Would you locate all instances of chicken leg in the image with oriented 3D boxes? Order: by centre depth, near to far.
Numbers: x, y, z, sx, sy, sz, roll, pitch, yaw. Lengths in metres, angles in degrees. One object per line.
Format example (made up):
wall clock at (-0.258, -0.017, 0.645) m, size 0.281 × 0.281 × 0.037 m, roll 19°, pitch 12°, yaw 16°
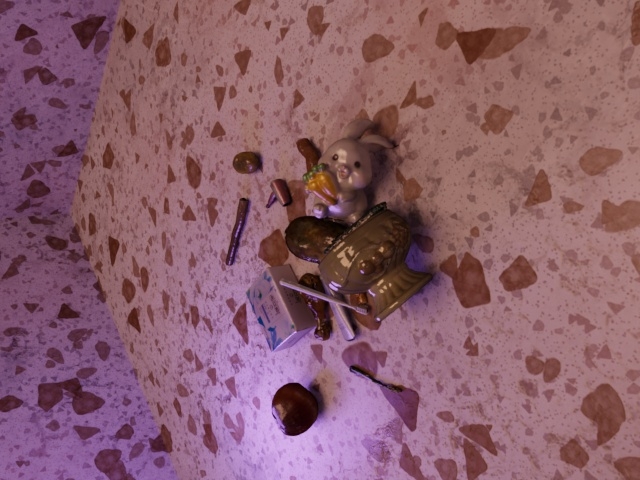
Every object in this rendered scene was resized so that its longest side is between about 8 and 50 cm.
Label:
chicken leg at (-0.013, 0.238, 1.914) m, size 0.107 × 0.087 × 0.252 m, roll -8°, pitch 97°, yaw 57°

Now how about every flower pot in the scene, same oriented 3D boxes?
flower pot at (0.173, 0.081, 1.537) m, size 0.244 × 0.307 × 0.307 m, roll 50°, pitch 131°, yaw 9°

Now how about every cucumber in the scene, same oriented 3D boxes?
cucumber at (0.110, -0.035, 1.627) m, size 0.256 × 0.043 × 0.044 m, roll -42°, pitch 28°, yaw 21°

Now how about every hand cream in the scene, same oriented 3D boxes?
hand cream at (0.062, 0.228, 1.845) m, size 0.079 × 0.048 × 0.255 m, roll 128°, pitch 124°, yaw -65°

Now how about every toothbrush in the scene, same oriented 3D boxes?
toothbrush at (0.009, 0.190, 1.819) m, size 0.342 × 0.025 × 0.030 m, roll 16°, pitch 140°, yaw 24°

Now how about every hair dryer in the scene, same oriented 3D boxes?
hair dryer at (-0.173, -0.163, 2.055) m, size 0.154 × 0.054 × 0.106 m, roll -35°, pitch 74°, yaw 56°

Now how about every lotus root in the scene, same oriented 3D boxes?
lotus root at (0.000, 0.000, 1.802) m, size 0.274 × 0.152 × 0.160 m, roll 14°, pitch 104°, yaw 37°

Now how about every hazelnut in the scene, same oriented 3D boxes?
hazelnut at (-0.096, 0.641, 1.993) m, size 0.178 × 0.178 × 0.204 m, roll 36°, pitch 137°, yaw 39°

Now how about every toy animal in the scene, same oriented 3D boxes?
toy animal at (0.084, -0.200, 1.628) m, size 0.182 × 0.247 × 0.310 m, roll 29°, pitch 134°, yaw 23°

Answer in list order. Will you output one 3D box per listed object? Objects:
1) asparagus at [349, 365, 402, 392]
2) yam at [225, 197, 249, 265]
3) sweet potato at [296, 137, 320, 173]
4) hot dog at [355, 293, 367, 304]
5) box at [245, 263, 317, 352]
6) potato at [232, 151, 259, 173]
asparagus at (0.180, 0.467, 1.776) m, size 0.233 × 0.023 × 0.022 m, roll 14°, pitch 151°, yaw 46°
yam at (-0.358, -0.033, 2.275) m, size 0.045 × 0.045 × 0.327 m, roll 23°, pitch 118°, yaw 9°
sweet potato at (-0.012, -0.232, 1.844) m, size 0.067 × 0.059 × 0.281 m, roll -46°, pitch 61°, yaw 56°
hot dog at (0.120, 0.152, 1.786) m, size 0.044 × 0.028 × 0.137 m, roll -34°, pitch 70°, yaw 38°
box at (-0.155, 0.260, 2.040) m, size 0.203 × 0.116 × 0.274 m, roll -45°, pitch 64°, yaw 41°
potato at (-0.298, -0.315, 2.140) m, size 0.138 × 0.070 × 0.092 m, roll 7°, pitch 103°, yaw 49°
